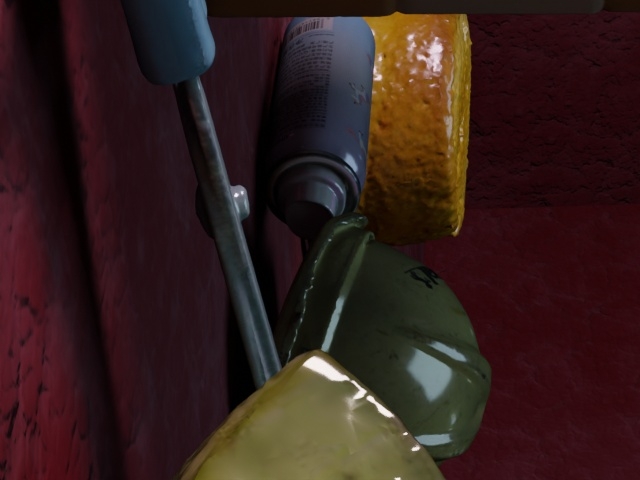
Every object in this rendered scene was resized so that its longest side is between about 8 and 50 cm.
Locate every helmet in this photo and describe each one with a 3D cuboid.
[{"bbox_3d":[0.044,0.093,1.164,0.257,0.137,0.204,-8,114,-84],"label":"helmet"}]

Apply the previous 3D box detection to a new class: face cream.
[{"bbox_3d":[-0.001,-0.084,1.270,0.229,0.075,0.075,-83,169,-51],"label":"face cream"}]

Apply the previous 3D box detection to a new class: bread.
[{"bbox_3d":[0.061,-0.111,1.534,0.268,0.145,0.268,0,90,-82],"label":"bread"}]

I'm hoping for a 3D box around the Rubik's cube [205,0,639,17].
[{"bbox_3d":[0.091,-0.333,0.847,0.344,0.346,0.347,87,5,-70],"label":"Rubik's cube"}]

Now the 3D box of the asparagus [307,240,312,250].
[{"bbox_3d":[0.001,0.000,1.467,0.036,0.030,0.165,-106,-173,-51],"label":"asparagus"}]

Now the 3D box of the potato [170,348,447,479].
[{"bbox_3d":[-0.005,0.250,0.632,0.330,0.212,0.280,53,-23,15],"label":"potato"}]

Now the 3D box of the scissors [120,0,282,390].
[{"bbox_3d":[-0.048,-0.047,0.668,0.193,0.029,0.447,-105,-179,-59],"label":"scissors"}]
